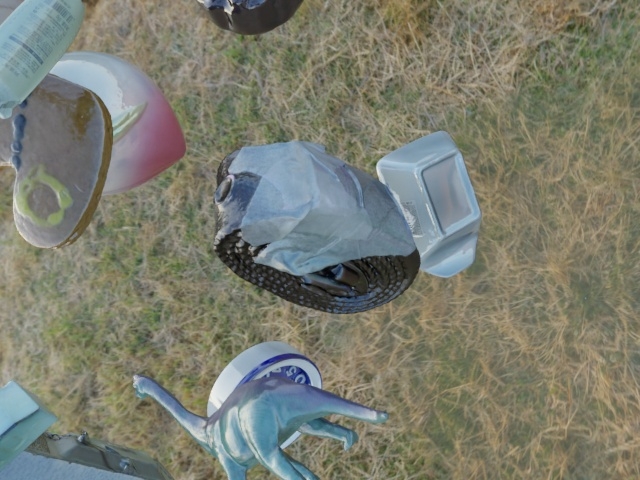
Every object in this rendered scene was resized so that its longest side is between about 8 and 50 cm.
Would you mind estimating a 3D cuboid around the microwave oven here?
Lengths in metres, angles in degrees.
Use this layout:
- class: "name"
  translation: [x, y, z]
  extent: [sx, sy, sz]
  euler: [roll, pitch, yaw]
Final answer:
- class: "microwave oven"
  translation: [-0.605, 0.641, 1.174]
  extent: [0.236, 0.432, 0.374]
  euler: [-7, 58, 56]

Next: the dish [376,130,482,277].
- class: "dish"
  translation: [0.201, -0.052, 0.817]
  extent: [0.064, 0.154, 0.234]
  euler: [10, 126, 65]

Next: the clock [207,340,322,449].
- class: "clock"
  translation: [-0.107, 0.316, 0.999]
  extent: [0.083, 0.231, 0.230]
  euler: [31, 99, 46]

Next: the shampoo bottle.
- class: "shampoo bottle"
  translation: [-0.376, -0.247, 0.642]
  extent: [0.049, 0.072, 0.212]
  euler: [-7, 51, 35]

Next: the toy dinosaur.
- class: "toy dinosaur"
  translation: [-0.124, 0.224, 0.718]
  extent: [0.331, 0.129, 0.383]
  euler: [45, 122, 17]

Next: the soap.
- class: "soap"
  translation: [-0.612, 0.370, 0.895]
  extent: [0.091, 0.145, 0.230]
  euler: [37, 62, 15]

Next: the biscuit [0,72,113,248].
- class: "biscuit"
  translation: [-0.467, -0.138, 0.779]
  extent: [0.277, 0.052, 0.261]
  euler: [22, 94, 4]

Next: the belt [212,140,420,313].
- class: "belt"
  translation: [0.000, 0.000, 0.634]
  extent: [0.184, 0.289, 0.163]
  euler: [-37, 45, 31]

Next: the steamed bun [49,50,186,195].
- class: "steamed bun"
  translation: [-0.426, -0.227, 1.048]
  extent: [0.310, 0.309, 0.308]
  euler: [-3, 83, 27]

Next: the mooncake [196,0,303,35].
- class: "mooncake"
  translation: [-0.162, -0.616, 1.130]
  extent: [0.284, 0.141, 0.282]
  euler: [-3, 78, 13]
